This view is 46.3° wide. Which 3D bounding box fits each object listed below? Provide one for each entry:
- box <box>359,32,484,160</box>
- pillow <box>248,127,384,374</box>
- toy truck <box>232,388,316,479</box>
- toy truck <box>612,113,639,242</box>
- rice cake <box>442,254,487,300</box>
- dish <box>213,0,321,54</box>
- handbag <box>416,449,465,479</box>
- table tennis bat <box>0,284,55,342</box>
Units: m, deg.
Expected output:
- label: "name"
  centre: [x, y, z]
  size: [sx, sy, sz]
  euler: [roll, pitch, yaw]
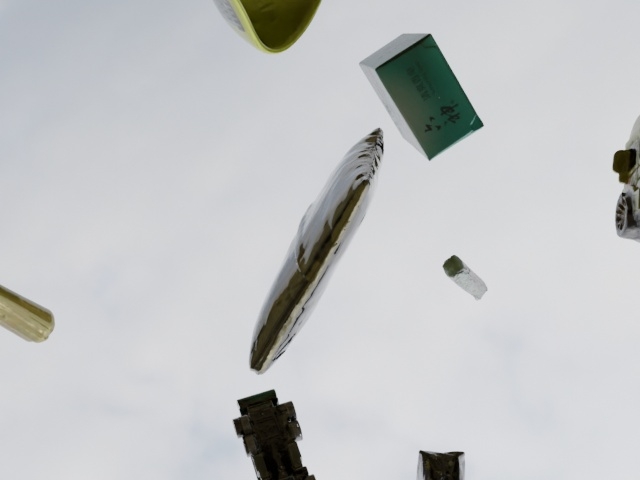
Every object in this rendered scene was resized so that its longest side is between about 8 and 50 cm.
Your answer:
- label: "box"
  centre: [0.142, -0.220, 1.115]
  size: [0.092, 0.153, 0.245]
  euler: [-33, -167, 6]
- label: "pillow"
  centre: [0.000, 0.000, 0.717]
  size: [0.052, 0.208, 0.212]
  euler: [28, -158, -2]
- label: "toy truck"
  centre: [-0.082, 0.386, 1.344]
  size: [0.114, 0.124, 0.253]
  euler: [-15, -129, -11]
- label: "toy truck"
  centre: [0.510, -0.129, 0.958]
  size: [0.181, 0.405, 0.254]
  euler: [6, -102, 8]
- label: "rice cake"
  centre: [0.236, 0.063, 1.202]
  size: [0.033, 0.208, 0.033]
  euler: [-37, -115, 11]
- label: "dish"
  centre: [-0.085, -0.350, 0.858]
  size: [0.108, 0.262, 0.221]
  euler: [19, -99, 23]
- label: "handbag"
  centre: [0.192, 0.403, 1.141]
  size: [0.072, 0.115, 0.139]
  euler: [-3, -136, -2]
- label: "table tennis bat"
  centre: [-0.447, 0.043, 0.889]
  size: [0.050, 0.321, 0.198]
  euler: [-34, -133, 11]
